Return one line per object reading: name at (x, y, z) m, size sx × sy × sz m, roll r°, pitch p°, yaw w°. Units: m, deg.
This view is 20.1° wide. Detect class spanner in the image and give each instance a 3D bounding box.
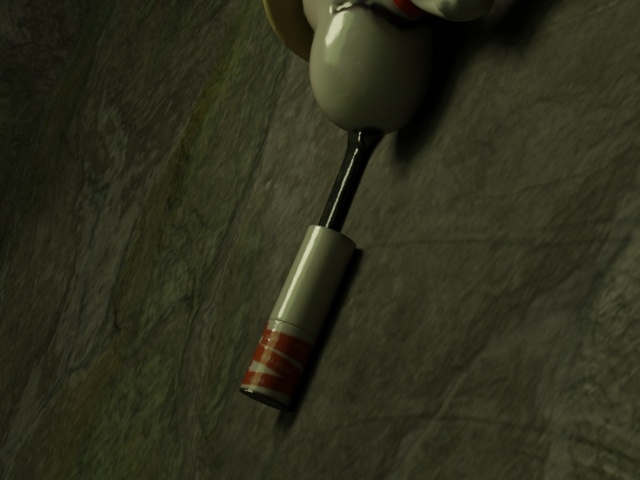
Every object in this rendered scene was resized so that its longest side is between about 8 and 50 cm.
spanner at (0.000, 0.000, 1.357) m, size 0.054 × 0.015 × 0.254 m, roll -18°, pitch 48°, yaw 64°

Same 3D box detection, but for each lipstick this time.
lipstick at (-0.016, 0.055, 1.288) m, size 0.130 × 0.038 × 0.038 m, roll -67°, pitch 19°, yaw -13°

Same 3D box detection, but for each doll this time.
doll at (0.074, -0.200, 1.286) m, size 0.271 × 0.144 × 0.208 m, roll -49°, pitch 43°, yaw 42°
